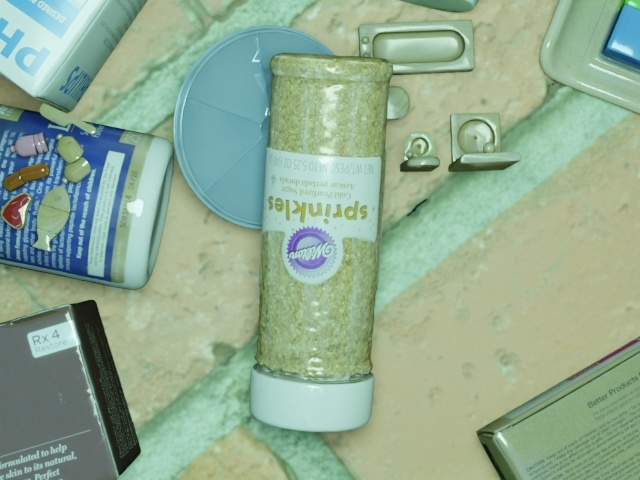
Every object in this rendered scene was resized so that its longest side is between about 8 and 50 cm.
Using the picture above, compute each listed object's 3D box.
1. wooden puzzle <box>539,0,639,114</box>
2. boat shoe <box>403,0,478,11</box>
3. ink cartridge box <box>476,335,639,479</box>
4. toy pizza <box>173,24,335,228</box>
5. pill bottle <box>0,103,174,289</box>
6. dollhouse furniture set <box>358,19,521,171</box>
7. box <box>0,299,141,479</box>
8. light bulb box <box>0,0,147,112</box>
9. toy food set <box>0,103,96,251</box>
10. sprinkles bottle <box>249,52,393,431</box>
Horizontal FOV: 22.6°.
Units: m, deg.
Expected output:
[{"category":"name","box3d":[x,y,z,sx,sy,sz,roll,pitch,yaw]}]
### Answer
[{"category":"wooden puzzle","box3d":[0.432,-0.257,1.598,0.347,0.080,0.322,22,89,-1]},{"category":"boat shoe","box3d":[0.056,-0.296,1.600,0.227,0.079,0.081,17,80,-6]},{"category":"ink cartridge box","box3d":[0.302,0.214,1.572,0.234,0.088,0.193,-28,89,-9]},{"category":"toy pizza","box3d":[-0.054,-0.112,1.588,0.201,0.032,0.201,-3,97,-24]},{"category":"pill bottle","box3d":[-0.283,-0.049,1.545,0.264,0.153,0.153,11,89,-1]},{"category":"dollhouse furniture set","box3d":[0.113,-0.145,1.568,0.144,0.123,0.151,-2,89,-1]},{"category":"box","box3d":[-0.279,0.158,1.518,0.168,0.203,0.167,-16,90,-1]},{"category":"light bulb box","box3d":[-0.292,-0.369,1.514,0.358,0.225,0.361,35,89,-1]},{"category":"toy food set","box3d":[-0.253,-0.058,1.462,0.078,0.019,0.122,25,88,2]},{"category":"sprinkles bottle","box3d":[0.000,0.000,1.542,0.121,0.121,0.355,3,97,-1]}]
